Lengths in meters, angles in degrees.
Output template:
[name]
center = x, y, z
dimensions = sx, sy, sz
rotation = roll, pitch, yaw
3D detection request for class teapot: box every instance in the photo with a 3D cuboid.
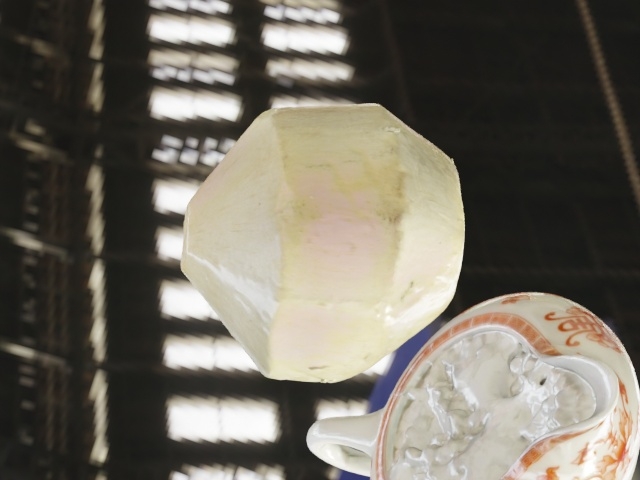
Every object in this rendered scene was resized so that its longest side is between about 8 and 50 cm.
[teapot]
center = 0.086, 0.106, 0.929
dimensions = 0.116, 0.245, 0.159
rotation = 21, -117, -39

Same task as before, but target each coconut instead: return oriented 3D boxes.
[coconut]
center = 0.000, 0.000, 1.448
dimensions = 0.237, 0.197, 0.237
rotation = 3, -124, -4
